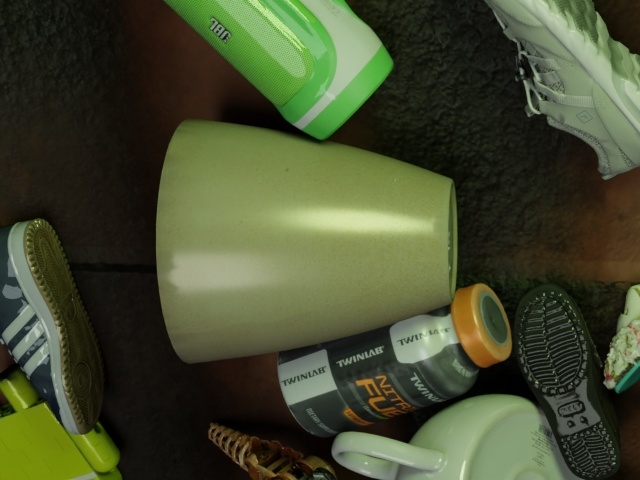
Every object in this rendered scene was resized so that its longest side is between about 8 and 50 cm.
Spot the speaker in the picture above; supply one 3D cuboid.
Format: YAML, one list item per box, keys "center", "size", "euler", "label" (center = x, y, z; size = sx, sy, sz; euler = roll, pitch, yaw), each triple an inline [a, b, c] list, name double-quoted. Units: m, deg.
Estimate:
- center: [-0.070, -0.237, 1.271]
  size: [0.296, 0.131, 0.131]
  euler: [43, 124, -7]
  label: "speaker"

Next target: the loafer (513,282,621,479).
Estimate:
- center: [0.269, 0.150, 1.407]
  size: [0.080, 0.078, 0.220]
  euler: [-15, 96, 21]
  label: "loafer"

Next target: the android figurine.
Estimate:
- center: [-0.375, 0.295, 1.733]
  size: [0.248, 0.056, 0.272]
  euler: [-19, 109, 28]
  label: "android figurine"

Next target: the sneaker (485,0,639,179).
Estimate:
- center: [0.222, -0.163, 1.222]
  size: [0.281, 0.105, 0.115]
  euler: [45, 123, -9]
  label: "sneaker"

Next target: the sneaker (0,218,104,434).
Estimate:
- center: [-0.372, 0.113, 1.596]
  size: [0.153, 0.099, 0.282]
  euler: [-8, 109, 18]
  label: "sneaker"

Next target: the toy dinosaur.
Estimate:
- center: [-0.012, 0.326, 1.556]
  size: [0.164, 0.322, 0.218]
  euler: [-13, 136, -18]
  label: "toy dinosaur"

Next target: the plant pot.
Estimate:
- center: [0.000, 0.000, 1.330]
  size: [0.274, 0.256, 0.256]
  euler: [0, 119, 10]
  label: "plant pot"

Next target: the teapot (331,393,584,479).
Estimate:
- center: [0.163, 0.290, 1.446]
  size: [0.187, 0.253, 0.256]
  euler: [-12, 98, 50]
  label: "teapot"

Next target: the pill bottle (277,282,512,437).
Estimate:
- center: [0.085, 0.124, 1.423]
  size: [0.246, 0.130, 0.130]
  euler: [-22, 109, 28]
  label: "pill bottle"

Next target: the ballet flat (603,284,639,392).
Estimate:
- center: [0.364, 0.058, 1.328]
  size: [0.241, 0.091, 0.077]
  euler: [-50, 65, 30]
  label: "ballet flat"
